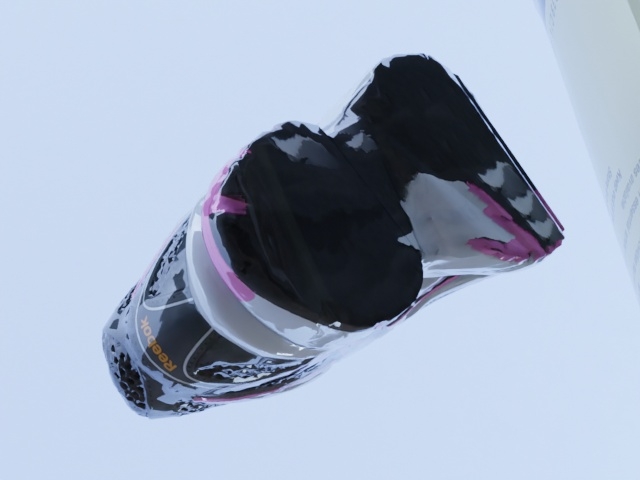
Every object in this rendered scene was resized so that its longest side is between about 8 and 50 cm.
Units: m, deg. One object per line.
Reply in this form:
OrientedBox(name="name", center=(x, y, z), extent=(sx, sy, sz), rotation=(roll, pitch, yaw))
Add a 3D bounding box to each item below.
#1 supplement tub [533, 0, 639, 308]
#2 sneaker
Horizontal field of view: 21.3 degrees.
OrientedBox(name="supplement tub", center=(0.213, -0.012, 0.542), extent=(0.235, 0.235, 0.324), rotation=(7, -124, -32))
OrientedBox(name="sneaker", center=(0.000, 0.000, 0.462), extent=(0.178, 0.077, 0.072), rotation=(-15, -108, -59))
